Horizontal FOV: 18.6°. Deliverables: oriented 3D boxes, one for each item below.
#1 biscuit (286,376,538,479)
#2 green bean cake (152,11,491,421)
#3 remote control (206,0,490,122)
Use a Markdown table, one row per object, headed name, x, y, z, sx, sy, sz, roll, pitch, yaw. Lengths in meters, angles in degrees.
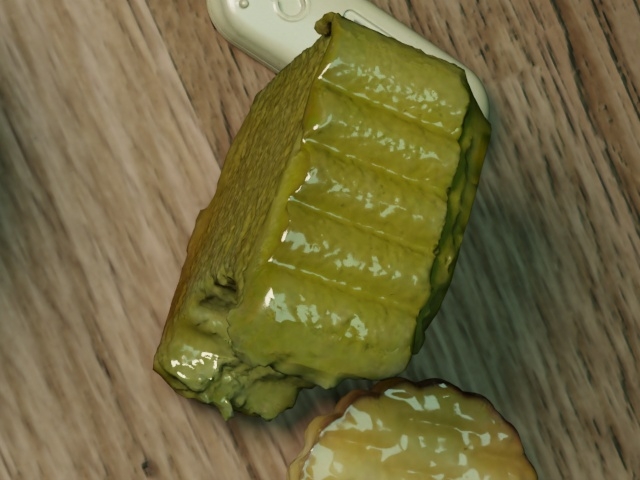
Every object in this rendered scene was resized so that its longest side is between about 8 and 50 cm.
| name | x | y | z | sx | sy | sz | roll | pitch | yaw |
| --- | --- | --- | --- | --- | --- | --- | --- | --- | --- |
| biscuit | 0.054 | 0.151 | 1.317 | 0.183 | 0.061 | 0.118 | -11 | 84 | -19 |
| green bean cake | 0.000 | 0.000 | 1.228 | 0.124 | 0.236 | 0.233 | 22 | 75 | -13 |
| remote control | 0.021 | -0.129 | 1.352 | 0.221 | 0.042 | 0.078 | 34 | 76 | -10 |
